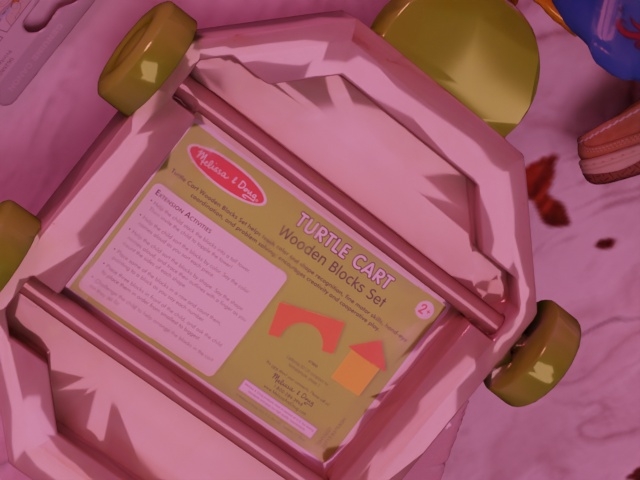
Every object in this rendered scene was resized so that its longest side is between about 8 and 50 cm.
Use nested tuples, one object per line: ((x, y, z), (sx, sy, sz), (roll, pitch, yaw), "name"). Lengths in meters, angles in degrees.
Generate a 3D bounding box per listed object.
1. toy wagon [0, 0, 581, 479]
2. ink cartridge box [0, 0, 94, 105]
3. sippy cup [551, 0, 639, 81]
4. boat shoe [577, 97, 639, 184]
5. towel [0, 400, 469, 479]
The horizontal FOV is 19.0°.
((0.000, 0.000, 0.923), (0.267, 0.068, 0.344), (37, 93, -18), "toy wagon")
((-0.170, -0.145, 0.838), (0.179, 0.045, 0.145), (17, 122, -48), "ink cartridge box")
((0.195, -0.180, 0.795), (0.240, 0.305, 0.224), (-27, 149, -32), "sippy cup")
((0.209, -0.094, 0.963), (0.190, 0.068, 0.072), (-26, 95, 11), "boat shoe")
((-0.099, 0.142, 1.061), (0.332, 0.053, 0.317), (3, 127, -17), "towel")
